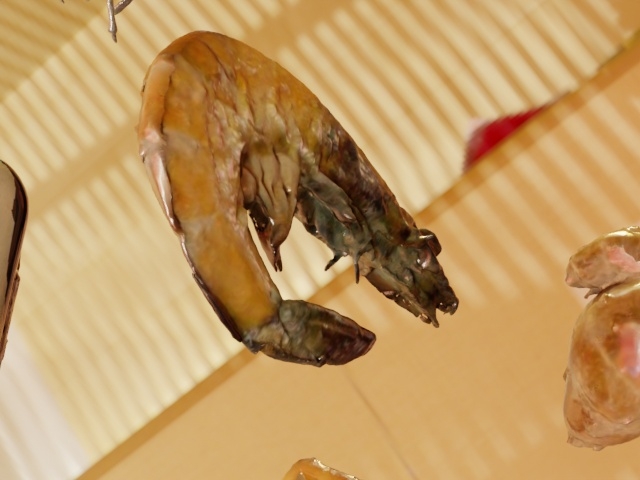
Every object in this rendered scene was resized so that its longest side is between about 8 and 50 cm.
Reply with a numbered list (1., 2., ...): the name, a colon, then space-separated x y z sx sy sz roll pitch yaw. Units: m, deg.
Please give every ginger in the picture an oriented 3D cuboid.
1. ginger: 0.349 0.153 1.322 0.375 0.256 0.176 54 -158 20

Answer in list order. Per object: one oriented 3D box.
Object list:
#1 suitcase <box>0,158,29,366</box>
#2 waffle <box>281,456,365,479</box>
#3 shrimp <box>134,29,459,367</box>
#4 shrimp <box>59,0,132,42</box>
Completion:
1. suitcase: -0.379 0.061 0.952 0.352 0.339 0.194 16 171 -30
2. waffle: -0.033 0.386 1.475 0.224 0.327 0.098 11 142 49
3. shrimp: 0.000 0.000 1.224 0.445 0.085 0.272 36 -137 -46
4. shrimp: -0.179 -0.264 1.226 0.137 0.372 0.172 52 -132 -28
